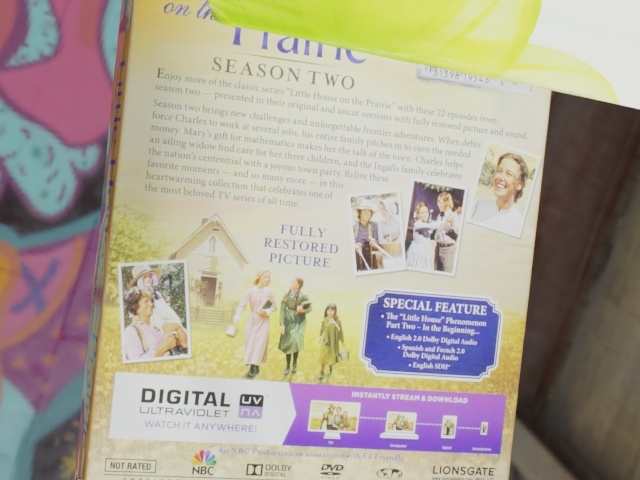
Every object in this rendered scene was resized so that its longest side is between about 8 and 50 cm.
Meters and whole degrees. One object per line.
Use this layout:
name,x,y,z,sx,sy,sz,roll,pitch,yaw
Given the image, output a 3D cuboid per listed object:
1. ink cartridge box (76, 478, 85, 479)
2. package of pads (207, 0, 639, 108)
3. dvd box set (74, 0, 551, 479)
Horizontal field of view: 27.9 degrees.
ink cartridge box,-0.078,0.172,0.586,0.052,0.122,0.088,-43,-159,-31
package of pads,0.065,-0.179,0.572,0.101,0.296,0.229,-58,150,-32
dvd box set,0.000,0.000,0.884,0.062,0.307,0.421,-169,-96,-70
